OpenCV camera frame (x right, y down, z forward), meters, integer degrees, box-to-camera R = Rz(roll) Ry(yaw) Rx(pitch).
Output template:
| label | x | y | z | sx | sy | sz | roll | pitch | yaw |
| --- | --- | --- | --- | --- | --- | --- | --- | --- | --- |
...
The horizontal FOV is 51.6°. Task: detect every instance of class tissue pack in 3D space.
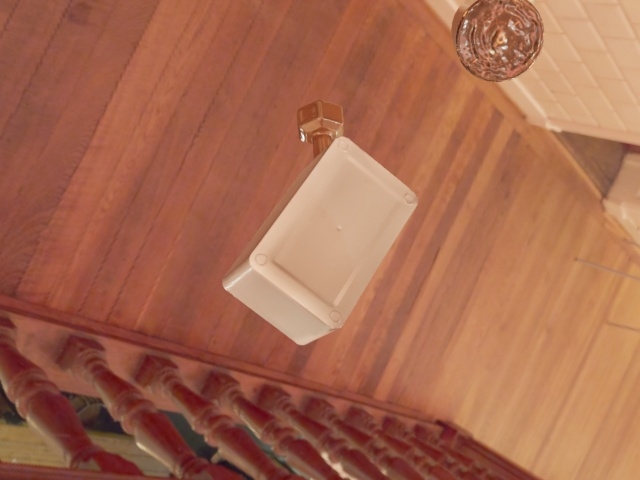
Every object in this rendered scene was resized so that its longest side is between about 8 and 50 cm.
| label | x | y | z | sx | sy | sz | roll | pitch | yaw |
| --- | --- | --- | --- | --- | --- | --- | --- | --- | --- |
| tissue pack | 0.001 | 0.001 | 0.940 | 0.159 | 0.136 | 0.246 | 39 | 65 | -7 |

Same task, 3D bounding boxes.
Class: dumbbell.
| label | x | y | z | sx | sy | sz | roll | pitch | yaw |
| --- | --- | --- | --- | --- | --- | --- | --- | --- | --- |
| dumbbell | 0.006 | -0.130 | 1.131 | 0.082 | 0.092 | 0.231 | 34 | 45 | -54 |

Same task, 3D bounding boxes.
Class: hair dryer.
| label | x | y | z | sx | sy | sz | roll | pitch | yaw |
| --- | --- | --- | --- | --- | --- | --- | --- | --- | --- |
| hair dryer | 0.320 | -0.415 | 0.977 | 0.362 | 0.128 | 0.203 | -61 | -178 | 23 |
